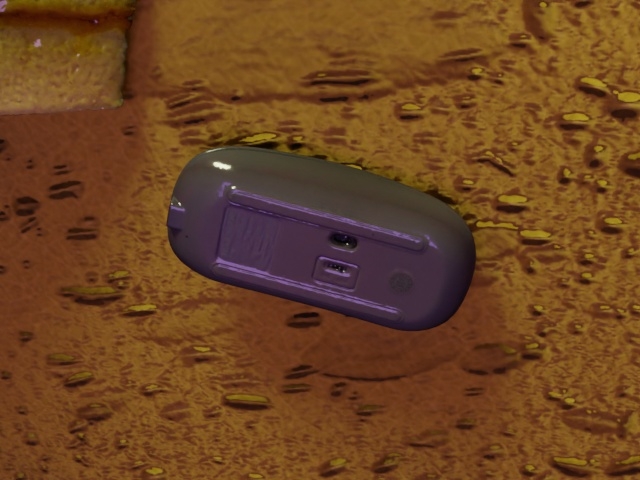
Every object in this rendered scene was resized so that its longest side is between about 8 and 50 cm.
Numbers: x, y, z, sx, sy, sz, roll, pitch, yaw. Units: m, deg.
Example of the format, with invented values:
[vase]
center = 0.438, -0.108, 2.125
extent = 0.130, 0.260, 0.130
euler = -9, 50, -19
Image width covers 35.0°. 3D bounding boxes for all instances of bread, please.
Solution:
[bread]
center = -0.280, -0.189, 0.730
extent = 0.263, 0.163, 0.168
euler = -2, 124, -23

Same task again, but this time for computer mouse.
[computer mouse]
center = 0.001, -0.001, 0.767
extent = 0.232, 0.057, 0.120
euler = 14, 122, 1
